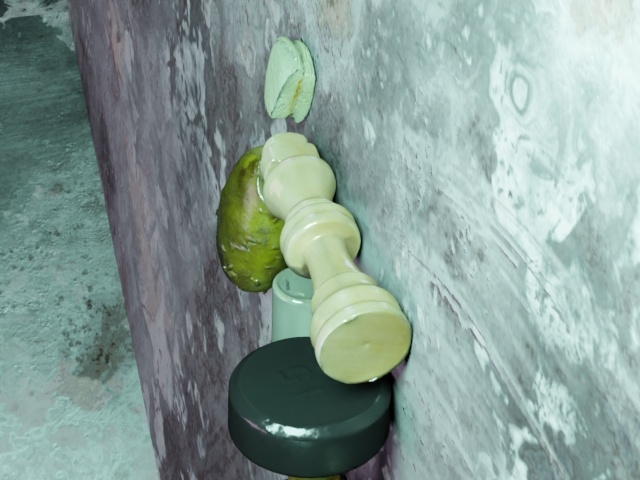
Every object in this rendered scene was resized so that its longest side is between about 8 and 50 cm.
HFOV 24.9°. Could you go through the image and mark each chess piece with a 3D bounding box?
[{"bbox_3d":[0.000,0.000,1.801,0.397,0.117,0.117,-113,21,-47],"label":"chess piece"}]

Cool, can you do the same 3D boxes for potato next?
[{"bbox_3d":[-0.091,-0.031,2.088,0.251,0.113,0.149,97,157,-45],"label":"potato"}]

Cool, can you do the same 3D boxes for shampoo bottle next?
[{"bbox_3d":[-0.027,0.161,2.015,0.085,0.085,0.262,-117,24,-50],"label":"shampoo bottle"}]

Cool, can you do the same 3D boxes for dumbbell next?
[{"bbox_3d":[-0.019,0.301,1.838,0.204,0.204,0.322,-120,26,-52],"label":"dumbbell"}]

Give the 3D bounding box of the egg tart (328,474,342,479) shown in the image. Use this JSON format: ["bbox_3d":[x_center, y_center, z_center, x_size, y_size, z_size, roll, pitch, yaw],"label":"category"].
[{"bbox_3d":[0.000,0.335,2.079,0.129,0.049,0.128,172,90,-80],"label":"egg tart"}]

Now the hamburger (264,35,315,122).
[{"bbox_3d":[-0.042,-0.224,1.935,0.121,0.054,0.084,111,151,-56],"label":"hamburger"}]
